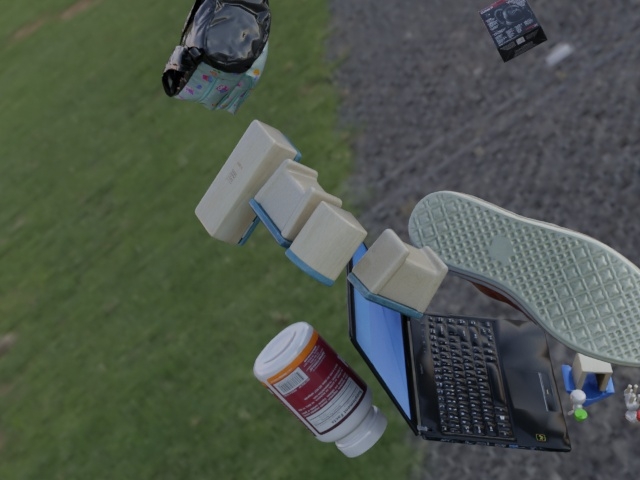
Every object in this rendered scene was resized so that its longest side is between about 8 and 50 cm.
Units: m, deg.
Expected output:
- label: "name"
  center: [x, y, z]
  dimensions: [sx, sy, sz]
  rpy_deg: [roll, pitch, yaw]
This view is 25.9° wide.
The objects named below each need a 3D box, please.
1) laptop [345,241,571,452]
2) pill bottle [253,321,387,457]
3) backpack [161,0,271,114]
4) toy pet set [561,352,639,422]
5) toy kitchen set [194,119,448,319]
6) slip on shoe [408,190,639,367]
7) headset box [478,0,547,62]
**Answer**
- label: "laptop"
  center: [0.150, 0.104, 1.564]
  dimensions: [0.264, 0.136, 0.234]
  rpy_deg: [6, 34, -4]
- label: "pill bottle"
  center: [0.003, 0.171, 1.569]
  dimensions: [0.086, 0.152, 0.086]
  rpy_deg: [-39, 16, 13]
- label: "backpack"
  center: [-0.130, -0.235, 1.767]
  dimensions: [0.182, 0.115, 0.152]
  rpy_deg: [133, 158, -60]
- label: "toy pet set"
  center: [0.324, 0.194, 1.697]
  dimensions: [0.122, 0.065, 0.114]
  rpy_deg: [3, 43, -6]
- label: "toy kitchen set"
  center: [0.000, 0.000, 1.423]
  dimensions: [0.122, 0.166, 0.207]
  rpy_deg: [-55, 40, 15]
- label: "slip on shoe"
  center: [0.256, 0.042, 1.592]
  dimensions: [0.123, 0.331, 0.101]
  rpy_deg: [-63, -23, -1]
- label: "headset box"
  center: [0.242, -0.274, 1.758]
  dimensions: [0.062, 0.032, 0.083]
  rpy_deg: [-28, 48, 10]
